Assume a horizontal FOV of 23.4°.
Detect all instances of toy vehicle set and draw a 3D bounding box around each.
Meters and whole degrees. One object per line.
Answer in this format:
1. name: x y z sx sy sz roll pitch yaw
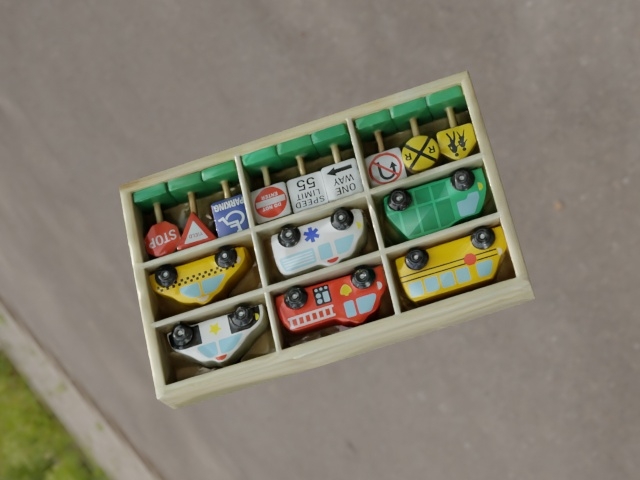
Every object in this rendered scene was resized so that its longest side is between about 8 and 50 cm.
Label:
1. toy vehicle set: 0.000 0.000 1.079 0.035 0.266 0.166 53 -159 -65
